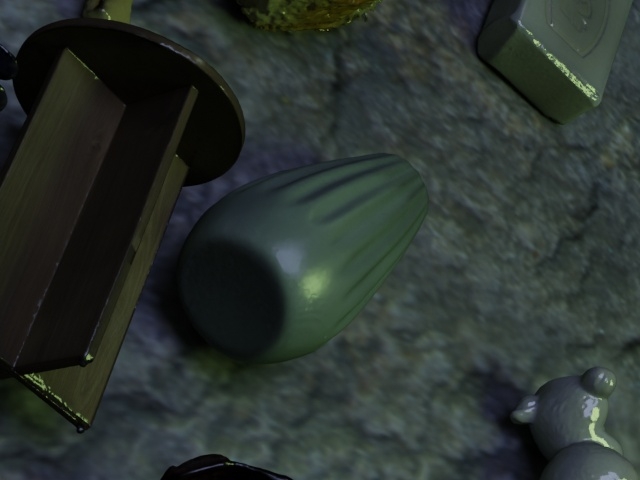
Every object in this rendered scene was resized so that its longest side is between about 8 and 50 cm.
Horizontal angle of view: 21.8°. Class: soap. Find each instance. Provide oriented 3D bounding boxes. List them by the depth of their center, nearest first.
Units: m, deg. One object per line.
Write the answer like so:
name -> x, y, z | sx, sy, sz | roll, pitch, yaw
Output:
soap -> 0.225, -0.211, 1.581 | 0.121, 0.064, 0.183 | 40, 47, -17

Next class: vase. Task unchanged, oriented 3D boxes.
vase -> 0.000, 0.000, 1.232 | 0.128, 0.128, 0.248 | 55, 36, 2

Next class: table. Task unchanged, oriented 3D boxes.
table -> -0.159, -0.005, 1.078 | 0.167, 0.167, 0.226 | 32, 54, -20

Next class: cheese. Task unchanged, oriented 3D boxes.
cheese -> -0.157, -0.188, 1.279 | 0.044, 0.030, 0.083 | 48, 35, -36

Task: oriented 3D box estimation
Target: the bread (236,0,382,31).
bread -> -0.025, -0.292, 1.387 | 0.174, 0.121, 0.245 | -4, 69, -42

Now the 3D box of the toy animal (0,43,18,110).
toy animal -> -0.376, -0.128, 0.961 | 0.302, 0.225, 0.284 | 38, 41, 7

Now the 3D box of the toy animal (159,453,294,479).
toy animal -> -0.108, 0.225, 1.041 | 0.179, 0.116, 0.218 | 29, 74, 13

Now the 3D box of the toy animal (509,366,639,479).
toy animal -> 0.189, 0.203, 1.298 | 0.127, 0.131, 0.181 | 6, 47, 0
